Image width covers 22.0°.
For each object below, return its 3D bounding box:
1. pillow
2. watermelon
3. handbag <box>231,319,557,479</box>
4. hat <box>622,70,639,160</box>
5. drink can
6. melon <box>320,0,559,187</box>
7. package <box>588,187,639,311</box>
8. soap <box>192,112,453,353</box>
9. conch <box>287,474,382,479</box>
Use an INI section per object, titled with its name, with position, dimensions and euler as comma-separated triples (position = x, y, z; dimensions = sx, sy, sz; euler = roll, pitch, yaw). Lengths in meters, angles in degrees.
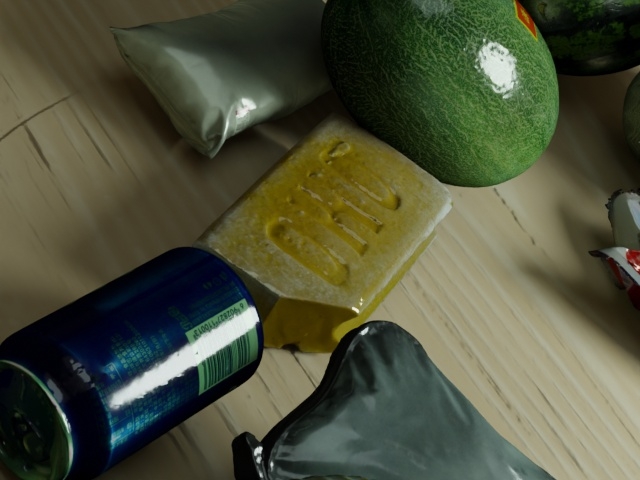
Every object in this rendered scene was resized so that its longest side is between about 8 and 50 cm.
[pillow]
position = -0.063, -0.171, 1.484
dimensions = 0.144, 0.078, 0.254
euler = 46, 43, 12
[watermelon]
position = 0.272, -0.301, 1.685
dimensions = 0.269, 0.269, 0.269
euler = 16, 44, -17
[handbag]
position = 0.095, 0.209, 1.184
dimensions = 0.332, 0.075, 0.191
euler = 45, 53, -7
[hat]
position = 0.364, -0.127, 1.660
dimensions = 0.110, 0.252, 0.252
euler = 7, 31, 31
[drink can]
position = -0.140, 0.088, 1.170
dimensions = 0.118, 0.118, 0.205
euler = 46, 43, 15
[melon]
position = 0.103, -0.158, 1.458
dimensions = 0.287, 0.182, 0.182
euler = 42, 28, -45
[package]
position = 0.363, 0.067, 1.531
dimensions = 0.269, 0.071, 0.194
euler = 42, 44, -8
[soap]
position = 0.000, 0.000, 1.367
dimensions = 0.140, 0.073, 0.232
euler = 34, 43, 9
[conch]
position = -0.040, 0.281, 0.984
dimensions = 0.319, 0.215, 0.303
euler = 1, 33, 12
